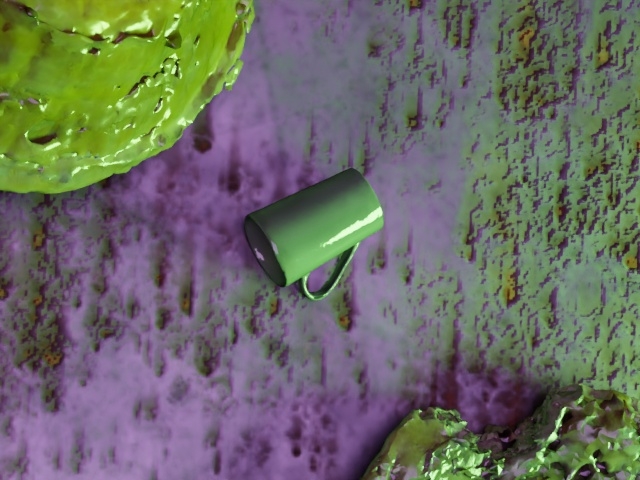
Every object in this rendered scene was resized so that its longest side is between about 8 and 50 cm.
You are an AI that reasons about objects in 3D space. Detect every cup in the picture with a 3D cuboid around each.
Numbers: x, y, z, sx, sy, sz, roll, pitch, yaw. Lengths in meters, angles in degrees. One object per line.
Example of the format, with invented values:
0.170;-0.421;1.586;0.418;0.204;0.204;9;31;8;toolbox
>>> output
0.001;-0.002;1.254;0.083;0.054;0.075;-28;90;-16;cup

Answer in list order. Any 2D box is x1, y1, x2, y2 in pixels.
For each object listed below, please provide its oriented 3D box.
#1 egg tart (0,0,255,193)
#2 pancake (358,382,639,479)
-0.170;-0.194;1.152;0.341;0.132;0.341;10;71;-32;egg tart
0.161;0.276;1.257;0.382;0.071;0.382;1;84;-12;pancake
